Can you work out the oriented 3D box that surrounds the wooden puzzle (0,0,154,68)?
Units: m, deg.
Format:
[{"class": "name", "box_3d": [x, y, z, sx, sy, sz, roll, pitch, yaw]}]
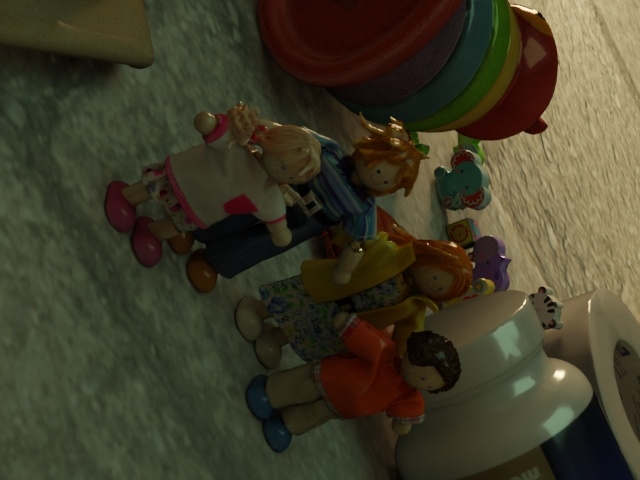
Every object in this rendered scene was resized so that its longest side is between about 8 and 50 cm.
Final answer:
[{"class": "wooden puzzle", "box_3d": [-0.176, -0.265, 0.956, 0.348, 0.081, 0.322, -1, 77, -73]}]

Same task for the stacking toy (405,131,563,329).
[{"class": "stacking toy", "box_3d": [0.135, -0.016, 1.531, 0.167, 0.052, 0.221, 9, 62, -63]}]

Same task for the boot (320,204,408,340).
[{"class": "boot", "box_3d": [0.028, 0.022, 1.276, 0.084, 0.059, 0.158, 51, 21, -29]}]

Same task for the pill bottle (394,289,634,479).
[{"class": "pill bottle", "box_3d": [0.144, 0.178, 1.271, 0.264, 0.153, 0.153, 64, 24, -9]}]

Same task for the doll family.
[{"class": "doll family", "box_3d": [0.000, 0.000, 1.095, 0.263, 0.163, 0.118, 56, 27, -27]}]

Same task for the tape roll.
[{"class": "tape roll", "box_3d": [0.263, 0.157, 1.637, 0.219, 0.072, 0.219, 47, 31, -41]}]

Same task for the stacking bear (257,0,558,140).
[{"class": "stacking bear", "box_3d": [0.093, -0.159, 1.407, 0.175, 0.164, 0.289, 41, 11, 34]}]
